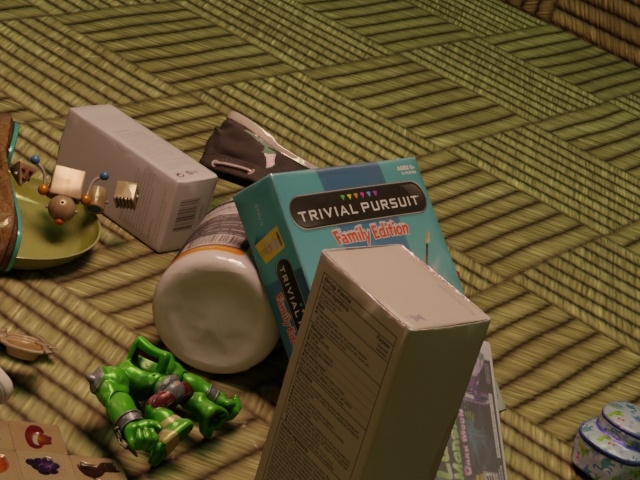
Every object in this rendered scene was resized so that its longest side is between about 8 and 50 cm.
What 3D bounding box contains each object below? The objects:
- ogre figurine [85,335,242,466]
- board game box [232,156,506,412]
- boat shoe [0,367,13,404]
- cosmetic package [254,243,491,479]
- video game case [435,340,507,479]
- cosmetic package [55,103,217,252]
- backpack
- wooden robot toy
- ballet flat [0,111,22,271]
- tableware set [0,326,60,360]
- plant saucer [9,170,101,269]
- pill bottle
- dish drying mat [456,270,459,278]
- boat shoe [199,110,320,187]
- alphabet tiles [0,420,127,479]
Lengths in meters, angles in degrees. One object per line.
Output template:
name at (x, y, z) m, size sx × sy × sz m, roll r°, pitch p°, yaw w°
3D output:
ogre figurine at (-0.176, 0.172, 1.740) m, size 0.118 × 0.097 × 0.197 m, roll 41°, pitch 43°, yaw 20°
board game box at (0.062, 0.077, 1.881) m, size 0.254 × 0.079 × 0.336 m, roll -10°, pitch 77°, yaw -45°
boat shoe at (-0.420, 0.141, 1.682) m, size 0.184 × 0.066 × 0.063 m, roll 23°, pitch 39°, yaw 6°
cosmetic package at (0.044, 0.176, 1.619) m, size 0.113 × 0.309 × 0.160 m, roll -3°, pitch 32°, yaw -38°
video game case at (0.141, 0.195, 1.821) m, size 0.173 × 0.022 × 0.190 m, roll 14°, pitch 61°, yaw -37°
cosmetic package at (-0.260, -0.089, 2.200) m, size 0.231 × 0.117 × 0.085 m, roll 35°, pitch 29°, yaw 31°
backpack at (0.370, 0.251, 1.951) m, size 0.105 × 0.084 × 0.114 m, roll 33°, pitch 31°, yaw 34°
wooden robot toy at (-0.328, -0.050, 2.072) m, size 0.173 × 0.076 × 0.079 m, roll 13°, pitch 61°, yaw -11°
ballet flat at (-0.440, -0.077, 1.969) m, size 0.124 × 0.116 × 0.342 m, roll 17°, pitch 29°, yaw -21°
tableware set at (-0.373, 0.105, 1.779) m, size 0.169 × 0.020 × 0.141 m, roll 15°, pitch 4°, yaw -16°
plant saucer at (-0.407, -0.023, 2.057) m, size 0.241 × 0.037 × 0.241 m, roll 15°, pitch 26°, yaw -8°
pill bottle at (-0.099, 0.040, 1.984) m, size 0.162 × 0.162 × 0.278 m, roll 20°, pitch 24°, yaw 4°
dish drying mat at (0.166, 0.041, 2.340) m, size 0.083 × 0.008 × 0.032 m, roll 16°, pitch 24°, yaw -4°
boat shoe at (-0.024, -0.058, 2.181) m, size 0.335 × 0.095 × 0.112 m, roll 33°, pitch -6°, yaw 23°
alphabet tiles at (-0.341, 0.250, 1.541) m, size 0.342 × 0.011 × 0.285 m, roll 9°, pitch 23°, yaw -24°
